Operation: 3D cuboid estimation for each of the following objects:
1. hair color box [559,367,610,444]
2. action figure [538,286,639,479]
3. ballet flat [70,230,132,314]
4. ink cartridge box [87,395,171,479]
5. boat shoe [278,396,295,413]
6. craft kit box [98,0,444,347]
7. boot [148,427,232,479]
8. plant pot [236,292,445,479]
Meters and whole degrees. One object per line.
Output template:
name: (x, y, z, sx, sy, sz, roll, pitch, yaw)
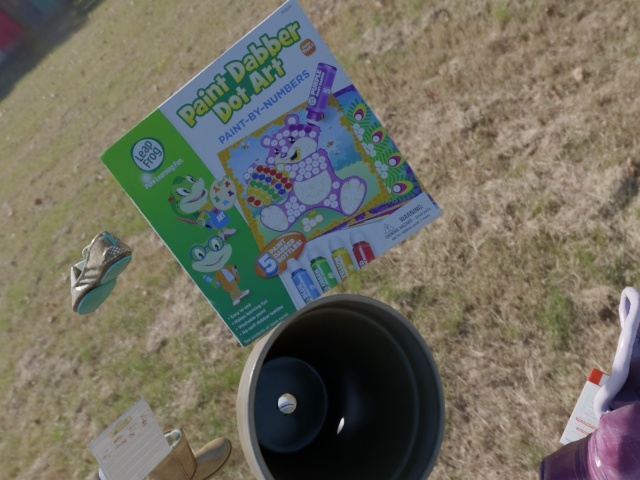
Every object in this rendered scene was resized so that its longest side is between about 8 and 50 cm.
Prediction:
hair color box: (0.527, 0.333, 0.953, 0.093, 0.167, 0.053, 25, 34, 31)
action figure: (0.375, 0.292, 0.648, 0.248, 0.276, 0.370, -38, -17, -47)
ballet flat: (-0.363, 0.050, 0.821, 0.206, 0.067, 0.073, -41, -6, 37)
ink cartridge box: (-0.413, 0.440, 1.086, 0.045, 0.179, 0.145, 8, 35, 37)
boat shoe: (-0.048, 0.499, 1.157, 0.109, 0.302, 0.094, -22, 22, -25)
craft kit box: (-0.049, -0.059, 0.514, 0.250, 0.246, 0.061, -36, 2, 11)
boot: (-0.363, 0.596, 1.414, 0.089, 0.269, 0.236, 30, 54, 30)
plant pot: (-0.007, 0.268, 0.841, 0.280, 0.323, 0.323, -32, 31, 60)
